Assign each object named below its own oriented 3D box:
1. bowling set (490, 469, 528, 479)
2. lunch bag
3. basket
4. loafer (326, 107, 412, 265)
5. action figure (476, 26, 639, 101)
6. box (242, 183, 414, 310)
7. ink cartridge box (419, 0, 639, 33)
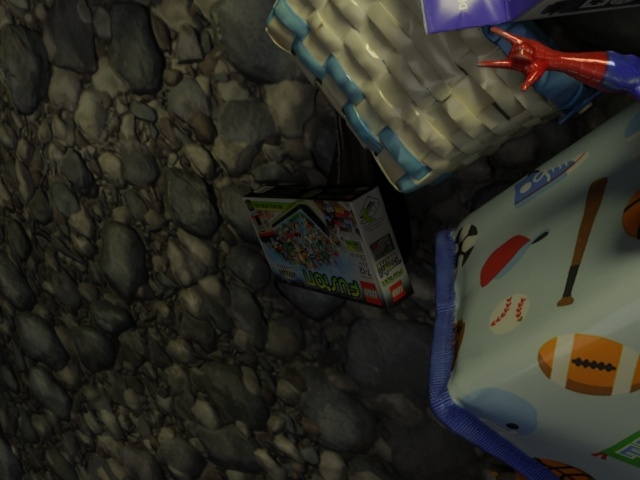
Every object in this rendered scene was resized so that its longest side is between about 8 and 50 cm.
[{"bbox_3d":[0.273,0.322,0.586,0.287,0.200,0.154,29,124,22],"label":"bowling set"},{"bbox_3d":[0.319,0.072,0.425,0.385,0.238,0.328,39,125,-16],"label":"lunch bag"},{"bbox_3d":[0.121,-0.196,0.461,0.289,0.201,0.254,-39,84,32],"label":"basket"},{"bbox_3d":[0.035,-0.066,0.636,0.079,0.080,0.219,2,111,31],"label":"loafer"},{"bbox_3d":[0.175,-0.152,0.284,0.139,0.091,0.280,15,91,-8],"label":"action figure"},{"bbox_3d":[0.000,0.000,0.652,0.207,0.036,0.114,7,123,56],"label":"box"},{"bbox_3d":[0.150,-0.232,0.356,0.209,0.045,0.206,-8,86,0],"label":"ink cartridge box"}]
